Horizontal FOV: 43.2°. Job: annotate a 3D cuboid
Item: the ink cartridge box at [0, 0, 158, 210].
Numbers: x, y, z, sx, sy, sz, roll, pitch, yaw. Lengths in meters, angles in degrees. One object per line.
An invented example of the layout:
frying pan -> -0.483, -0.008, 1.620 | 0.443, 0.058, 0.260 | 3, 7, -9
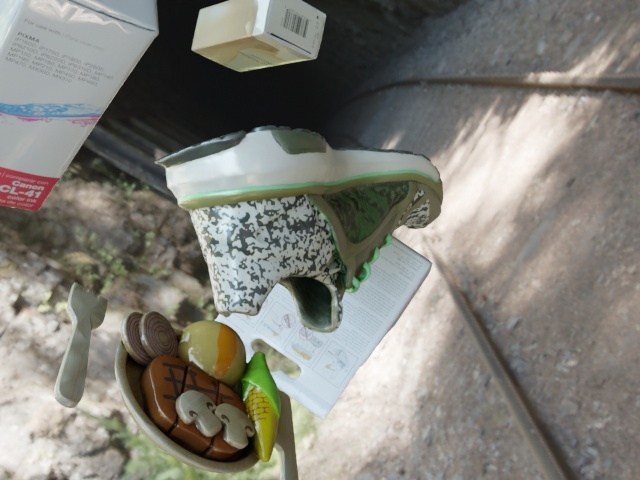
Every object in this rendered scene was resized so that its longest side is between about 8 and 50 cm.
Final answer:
ink cartridge box -> -0.301, -0.211, 0.856 | 0.306, 0.131, 0.226 | -40, 47, 37

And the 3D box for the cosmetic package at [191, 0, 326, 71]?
cosmetic package -> -0.055, -0.178, 0.694 | 0.115, 0.060, 0.041 | 5, 81, 52

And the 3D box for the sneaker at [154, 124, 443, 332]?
sneaker -> 0.000, 0.000, 0.816 | 0.410, 0.158, 0.182 | 0, -94, -55

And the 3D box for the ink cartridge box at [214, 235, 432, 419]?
ink cartridge box -> 0.000, 0.074, 1.013 | 0.232, 0.189, 0.066 | -56, -13, -2

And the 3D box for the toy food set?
toy food set -> -0.081, 0.096, 0.546 | 0.038, 0.192, 0.132 | -48, 27, 20
